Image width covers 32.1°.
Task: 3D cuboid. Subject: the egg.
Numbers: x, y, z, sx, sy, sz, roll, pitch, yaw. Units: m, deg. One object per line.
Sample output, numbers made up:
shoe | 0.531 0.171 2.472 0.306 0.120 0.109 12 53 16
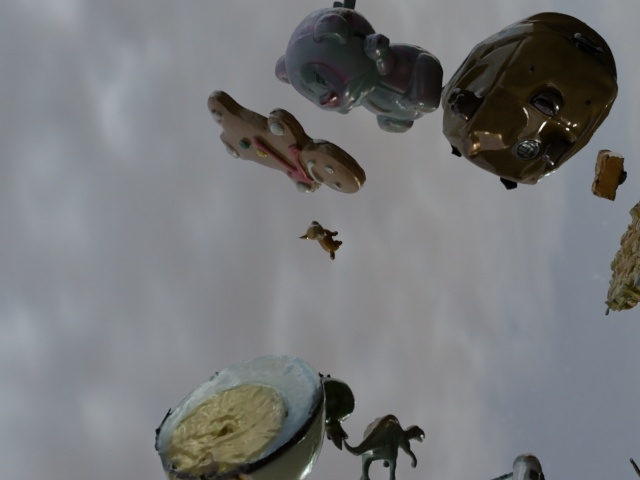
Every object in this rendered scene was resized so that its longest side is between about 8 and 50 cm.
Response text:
egg | -0.119 0.378 2.045 0.201 0.337 0.337 65 -150 -33

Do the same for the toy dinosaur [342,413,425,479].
toy dinosaur | 0.138 0.511 2.687 0.393 0.092 0.205 27 -117 -46

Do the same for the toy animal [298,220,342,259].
toy animal | 0.000 0.000 2.299 0.083 0.060 0.081 7 -100 -54

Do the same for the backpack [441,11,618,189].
backpack | 0.438 -0.297 2.340 0.353 0.378 0.201 24 -148 -18

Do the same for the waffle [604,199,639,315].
waffle | 0.532 -0.013 1.764 0.329 0.062 0.329 24 -90 -86

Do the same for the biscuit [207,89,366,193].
biscuit | -0.067 -0.161 2.016 0.047 0.340 0.216 -54 -28 -19

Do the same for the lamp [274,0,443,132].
lamp | 0.082 -0.358 2.179 0.301 0.247 0.247 15 -108 -21

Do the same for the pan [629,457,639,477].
pan | 0.664 0.520 2.217 0.202 0.048 0.128 55 -166 11

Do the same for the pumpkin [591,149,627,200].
pumpkin | 0.463 -0.104 1.783 0.083 0.054 0.074 -57 -23 -76

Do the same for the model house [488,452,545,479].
model house | 0.469 0.582 2.426 0.271 0.190 0.301 50 -151 -16

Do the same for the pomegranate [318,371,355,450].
pomegranate | 0.014 0.335 2.165 0.122 0.122 0.161 18 -134 -62
